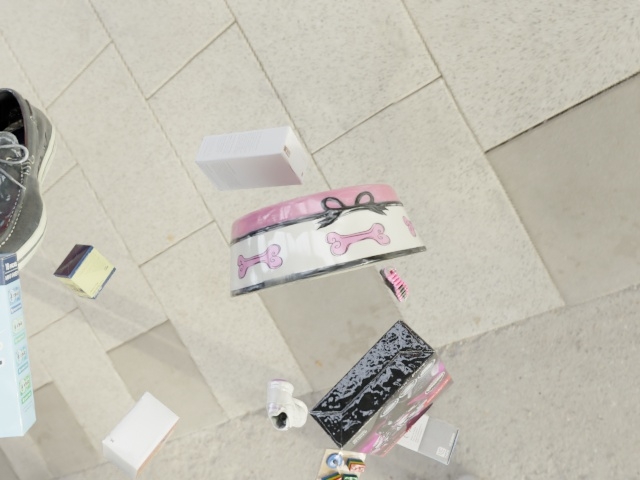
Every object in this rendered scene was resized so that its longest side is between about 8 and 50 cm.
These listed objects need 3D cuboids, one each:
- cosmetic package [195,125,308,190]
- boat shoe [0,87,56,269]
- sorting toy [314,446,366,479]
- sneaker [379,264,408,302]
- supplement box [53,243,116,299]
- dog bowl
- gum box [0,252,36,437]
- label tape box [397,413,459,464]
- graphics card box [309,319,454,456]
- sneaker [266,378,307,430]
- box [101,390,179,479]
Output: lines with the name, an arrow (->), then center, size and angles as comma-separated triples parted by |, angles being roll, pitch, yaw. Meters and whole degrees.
cosmetic package -> -0.155, -0.183, 1.359 | 0.231, 0.085, 0.117 | -3, 147, 23
boat shoe -> -0.607, -0.112, 1.109 | 0.187, 0.500, 0.156 | -14, 136, 1
sorting toy -> 0.059, 0.689, 1.746 | 0.132, 0.046, 0.274 | 13, 99, -20
sneaker -> 0.206, 0.124, 1.700 | 0.057, 0.047, 0.119 | -16, 105, 56
supplement box -> -0.494, 0.065, 1.256 | 0.056, 0.083, 0.083 | 4, 143, 34
dog bowl -> 0.000, 0.000, 1.218 | 0.408, 0.408, 0.150 | -16, 86, 32
gum box -> -0.384, 0.110, 0.605 | 0.157, 0.041, 0.184 | -4, 99, -5
label tape box -> 0.200, 0.509, 1.685 | 0.334, 0.240, 0.106 | 20, 77, 9
graphics card box -> 0.136, 0.301, 1.159 | 0.233, 0.371, 0.094 | -44, 62, -4
sneaker -> -0.128, 0.602, 2.075 | 0.114, 0.152, 0.305 | -5, 142, 15
box -> -0.376, 0.411, 1.250 | 0.091, 0.130, 0.170 | 38, 148, 3
